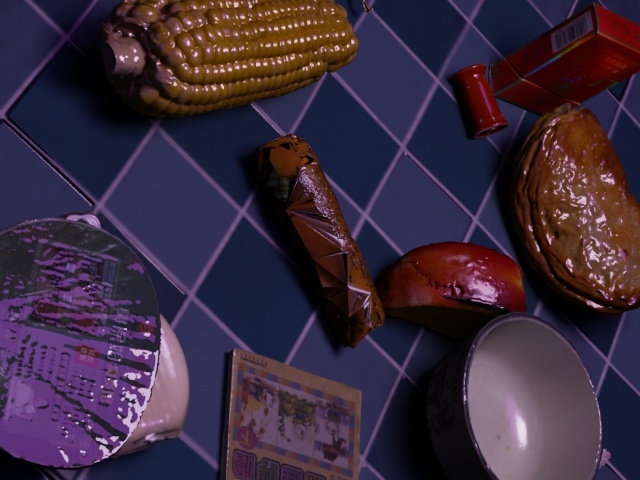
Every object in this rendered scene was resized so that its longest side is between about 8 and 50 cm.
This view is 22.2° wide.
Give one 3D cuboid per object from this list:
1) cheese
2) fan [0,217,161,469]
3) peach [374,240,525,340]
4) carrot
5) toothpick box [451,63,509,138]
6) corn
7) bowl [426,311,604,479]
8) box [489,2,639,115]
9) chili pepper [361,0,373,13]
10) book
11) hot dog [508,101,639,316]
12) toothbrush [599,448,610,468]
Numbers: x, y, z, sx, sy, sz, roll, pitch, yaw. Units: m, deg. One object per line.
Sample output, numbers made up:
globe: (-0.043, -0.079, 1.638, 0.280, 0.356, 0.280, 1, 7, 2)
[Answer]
cheese: (-0.191, 0.081, 1.464, 0.137, 0.064, 0.227, -5, 75, -48)
fan: (-0.257, 0.052, 1.388, 0.294, 0.012, 0.223, 42, 57, -5)
peach: (0.144, 0.050, 1.773, 0.172, 0.127, 0.092, 12, 68, -11)
carrot: (0.001, 0.000, 1.684, 0.069, 0.069, 0.228, -26, 90, -46)
toothpick box: (0.190, -0.168, 1.954, 0.047, 0.047, 0.083, -9, 76, -45)
corn: (-0.090, -0.196, 1.650, 0.347, 0.130, 0.130, -13, 79, -48)
bowl: (0.189, 0.190, 1.725, 0.211, 0.112, 0.211, 17, 63, -38)
box: (0.306, -0.215, 1.991, 0.112, 0.175, 0.048, 16, 58, -36)
chili pepper: (0.087, -0.365, 1.954, 0.059, 0.050, 0.268, 31, 49, -8)
book: (-0.027, 0.213, 1.590, 0.168, 0.013, 0.192, 23, 57, -34)
hot dog: (0.311, -0.030, 1.956, 0.175, 0.114, 0.259, -17, 80, -41)
toothbrush: (0.229, 0.287, 1.779, 0.307, 0.030, 0.025, -23, 94, -46)
